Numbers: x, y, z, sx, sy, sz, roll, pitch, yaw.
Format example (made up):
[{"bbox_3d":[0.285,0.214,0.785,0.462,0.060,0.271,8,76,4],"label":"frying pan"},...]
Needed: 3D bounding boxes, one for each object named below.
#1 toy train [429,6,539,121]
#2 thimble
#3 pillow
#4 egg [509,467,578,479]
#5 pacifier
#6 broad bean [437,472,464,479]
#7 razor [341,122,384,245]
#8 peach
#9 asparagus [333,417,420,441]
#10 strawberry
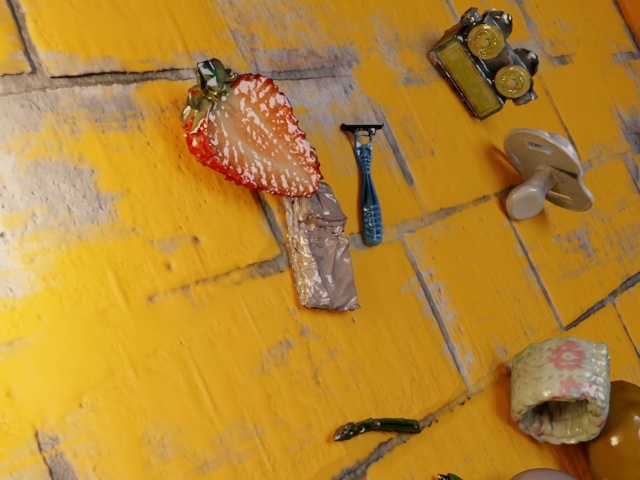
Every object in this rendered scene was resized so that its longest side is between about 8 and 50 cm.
[{"bbox_3d":[0.387,-0.410,2.188,0.260,0.177,0.134,52,37,-14],"label":"toy train"},{"bbox_3d":[0.462,0.281,1.798,0.185,0.211,0.149,29,48,-19],"label":"thimble"},{"bbox_3d":[0.000,0.000,1.564,0.135,0.049,0.248,13,58,-45],"label":"pillow"},{"bbox_3d":[0.398,0.471,1.648,0.199,0.146,0.146,33,45,-25],"label":"egg"},{"bbox_3d":[0.492,-0.131,2.171,0.207,0.227,0.279,-54,136,-17],"label":"pacifier"},{"bbox_3d":[0.248,0.469,1.554,0.061,0.046,0.195,-9,69,-40],"label":"broad bean"},{"bbox_3d":[0.088,-0.106,1.746,0.082,0.042,0.253,-3,62,-5],"label":"razor"},{"bbox_3d":[0.602,0.408,1.893,0.251,0.153,0.251,-11,90,-75],"label":"peach"},{"bbox_3d":[0.093,0.297,1.499,0.236,0.027,0.034,9,50,-48],"label":"asparagus"},{"bbox_3d":[-0.124,-0.162,1.479,0.286,0.106,0.188,45,56,-31],"label":"strawberry"}]
